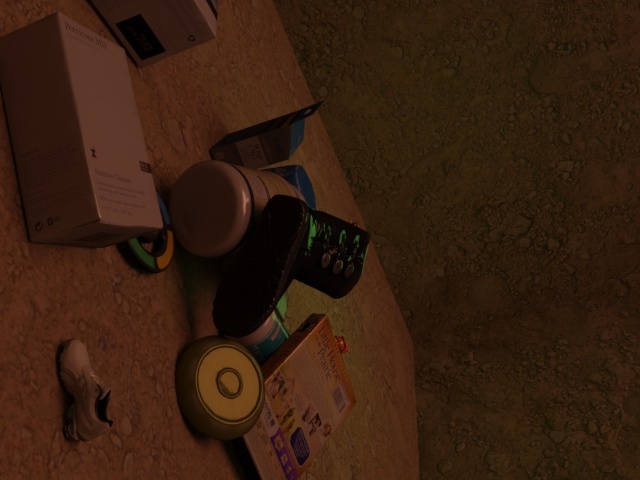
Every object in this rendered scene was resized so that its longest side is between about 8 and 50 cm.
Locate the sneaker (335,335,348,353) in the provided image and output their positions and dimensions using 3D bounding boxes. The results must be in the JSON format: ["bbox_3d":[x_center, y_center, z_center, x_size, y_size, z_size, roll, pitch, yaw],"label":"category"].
[{"bbox_3d":[0.027,0.363,2.547,0.279,0.118,0.107,24,51,-71],"label":"sneaker"}]

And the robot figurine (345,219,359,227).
[{"bbox_3d":[0.000,0.000,2.489,0.211,0.290,0.085,-21,95,-74],"label":"robot figurine"}]

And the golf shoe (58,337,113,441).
[{"bbox_3d":[-0.388,0.246,1.227,0.069,0.086,0.176,27,47,-68],"label":"golf shoe"}]

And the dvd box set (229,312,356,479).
[{"bbox_3d":[-0.069,0.429,1.875,0.420,0.062,0.308,-44,124,-44],"label":"dvd box set"}]

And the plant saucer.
[{"bbox_3d":[-0.214,0.328,1.644,0.241,0.037,0.241,21,57,-35],"label":"plant saucer"}]

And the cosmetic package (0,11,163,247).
[{"bbox_3d":[-0.443,-0.190,1.340,0.217,0.156,0.385,7,69,-72],"label":"cosmetic package"}]

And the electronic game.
[{"bbox_3d":[-0.386,-0.039,1.598,0.229,0.048,0.229,-15,90,-75],"label":"electronic game"}]

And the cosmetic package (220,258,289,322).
[{"bbox_3d":[-0.184,0.118,2.064,0.127,0.107,0.238,-82,153,-54],"label":"cosmetic package"}]

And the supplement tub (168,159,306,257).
[{"bbox_3d":[-0.198,-0.070,1.841,0.324,0.235,0.236,4,70,-60],"label":"supplement tub"}]

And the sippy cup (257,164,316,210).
[{"bbox_3d":[-0.141,-0.127,2.240,0.240,0.224,0.306,57,23,-47],"label":"sippy cup"}]

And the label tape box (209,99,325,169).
[{"bbox_3d":[-0.141,-0.307,2.211,0.241,0.333,0.106,-67,139,-67],"label":"label tape box"}]

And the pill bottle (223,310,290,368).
[{"bbox_3d":[-0.147,0.285,1.941,0.146,0.146,0.264,-88,157,-49],"label":"pill bottle"}]

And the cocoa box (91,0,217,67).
[{"bbox_3d":[-0.421,-0.645,1.740,0.347,0.231,0.228,58,21,-48],"label":"cocoa box"}]

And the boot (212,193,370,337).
[{"bbox_3d":[-0.054,0.092,1.852,0.146,0.367,0.445,32,4,23],"label":"boot"}]
